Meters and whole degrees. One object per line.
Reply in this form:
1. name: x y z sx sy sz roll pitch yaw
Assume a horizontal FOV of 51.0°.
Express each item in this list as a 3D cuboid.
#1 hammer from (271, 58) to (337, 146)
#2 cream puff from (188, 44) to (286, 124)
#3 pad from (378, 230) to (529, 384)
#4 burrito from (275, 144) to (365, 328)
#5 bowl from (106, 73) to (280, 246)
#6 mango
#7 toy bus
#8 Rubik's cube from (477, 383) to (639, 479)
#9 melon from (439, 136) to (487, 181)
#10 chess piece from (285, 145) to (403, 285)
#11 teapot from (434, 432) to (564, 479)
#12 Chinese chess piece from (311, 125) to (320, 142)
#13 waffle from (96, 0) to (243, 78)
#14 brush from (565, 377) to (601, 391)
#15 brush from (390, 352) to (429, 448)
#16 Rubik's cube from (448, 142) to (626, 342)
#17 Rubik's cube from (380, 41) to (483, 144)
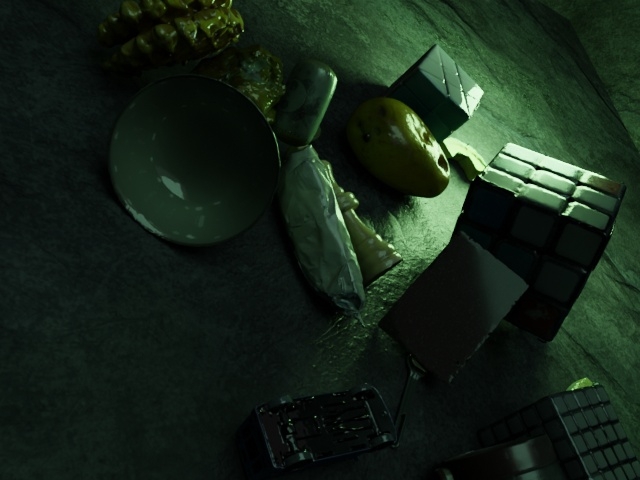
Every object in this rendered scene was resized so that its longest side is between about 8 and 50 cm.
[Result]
1. hammer: -0.087 -0.341 1.628 0.113 0.202 0.305 26 1 -34
2. cream puff: -0.191 -0.315 1.532 0.282 0.282 0.185 -72 149 -45
3. pad: 0.321 0.154 1.614 0.220 0.004 0.330 41 74 12
4. burrito: 0.000 0.000 1.531 0.101 0.139 0.445 24 45 -69
5. bowl: -0.242 -0.168 1.359 0.337 0.337 0.157 40 14 -10
6. mango: 0.228 -0.251 1.903 0.365 0.182 0.253 38 37 -29
7. toy bus: -0.002 0.359 1.249 0.292 0.133 0.125 1 54 -38
8. Rubik's cube: 0.555 0.491 1.557 0.237 0.237 0.238 0 60 -42
9. melon: 0.460 -0.272 2.202 0.209 0.064 0.118 20 53 -26
10. chess piece: 0.041 -0.079 1.647 0.117 0.117 0.397 -25 76 -48
11. teapot: 0.365 0.582 1.360 0.315 0.233 0.312 -11 70 -14
12. Chinese chess piece: -0.040 -0.300 1.799 0.084 0.034 0.084 21 50 -27
13. waffle: -0.324 -0.473 1.504 0.324 0.261 0.151 -39 112 -49
14. brush: 0.689 0.447 1.853 0.060 0.068 0.297 42 39 23
15. brush: 0.199 0.354 1.508 0.062 0.027 0.266 33 42 -5
16. Rubik's cube: 0.554 -0.008 1.782 0.362 0.359 0.363 23 32 20
17. Rubik's cube: 0.335 -0.433 2.085 0.231 0.224 0.221 43 41 -7
